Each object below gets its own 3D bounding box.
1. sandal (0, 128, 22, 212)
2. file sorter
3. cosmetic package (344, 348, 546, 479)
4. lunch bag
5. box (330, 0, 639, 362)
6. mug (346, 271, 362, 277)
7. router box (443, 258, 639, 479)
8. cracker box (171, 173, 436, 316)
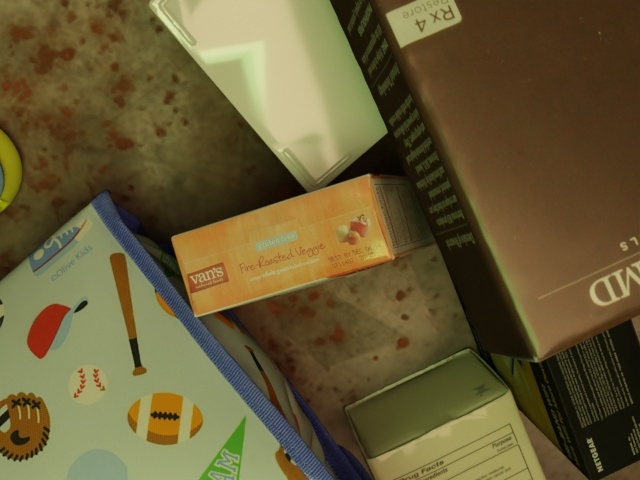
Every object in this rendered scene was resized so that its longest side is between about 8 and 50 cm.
[{"bbox_3d":[-0.386,0.024,0.849,0.126,0.138,0.317,42,94,-19],"label":"sandal"},{"bbox_3d":[0.023,-0.211,0.852,0.278,0.173,0.193,-41,107,0],"label":"file sorter"},{"bbox_3d":[0.153,0.279,1.014,0.153,0.129,0.296,-23,107,-4],"label":"cosmetic package"},{"bbox_3d":[-0.148,0.220,0.828,0.328,0.239,0.385,-43,70,1],"label":"lunch bag"},{"bbox_3d":[0.129,-0.131,0.678,0.191,0.143,0.381,-25,91,-5],"label":"box"},{"bbox_3d":[0.031,-0.003,0.970,0.064,0.078,0.062,-30,149,6],"label":"mug"},{"bbox_3d":[0.174,0.021,0.900,0.081,0.243,0.309,-24,105,-5],"label":"router box"},{"bbox_3d":[0.000,0.000,0.825,0.156,0.232,0.067,-17,88,15],"label":"cracker box"}]
